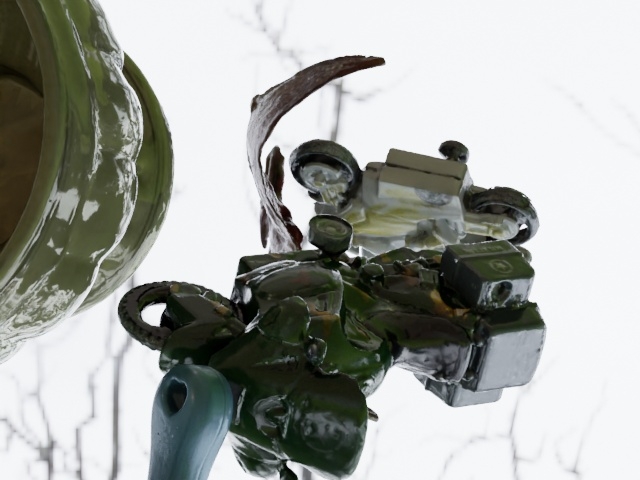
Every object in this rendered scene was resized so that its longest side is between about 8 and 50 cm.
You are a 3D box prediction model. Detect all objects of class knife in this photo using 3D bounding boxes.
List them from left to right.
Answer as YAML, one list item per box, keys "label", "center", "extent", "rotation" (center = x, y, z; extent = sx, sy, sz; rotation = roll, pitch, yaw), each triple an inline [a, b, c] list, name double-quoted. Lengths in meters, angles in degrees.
- label: "knife"
  center: [-0.089, 0.191, 1.087]
  extent: [0.058, 0.244, 0.032]
  rotation: [9, 177, 44]

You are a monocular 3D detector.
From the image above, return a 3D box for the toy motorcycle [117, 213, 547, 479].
- label: "toy motorcycle"
  center: [0.025, 0.065, 1.188]
  extent: [0.274, 0.125, 0.187]
  rotation: [-7, -145, -30]

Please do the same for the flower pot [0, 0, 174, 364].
- label: "flower pot"
  center: [-0.238, -0.056, 1.220]
  extent: [0.307, 0.307, 0.244]
  rotation: [24, -178, 19]

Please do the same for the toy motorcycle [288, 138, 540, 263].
- label: "toy motorcycle"
  center: [0.078, -0.019, 1.699]
  extent: [0.228, 0.151, 0.074]
  rotation: [14, -129, 3]

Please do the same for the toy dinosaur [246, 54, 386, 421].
- label: "toy dinosaur"
  center: [0.002, 0.009, 1.669]
  extent: [0.113, 0.327, 0.206]
  rotation: [-6, -177, -7]
